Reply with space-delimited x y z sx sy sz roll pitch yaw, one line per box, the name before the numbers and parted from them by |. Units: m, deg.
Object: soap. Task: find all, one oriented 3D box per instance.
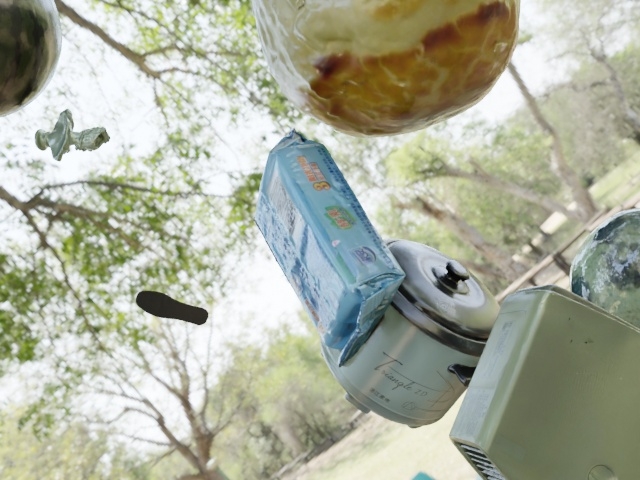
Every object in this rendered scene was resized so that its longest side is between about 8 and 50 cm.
soap | 0.000 0.000 0.955 0.077 0.293 0.156 -16 -28 -28

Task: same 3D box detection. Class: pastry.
pastry | 0.101 -0.308 1.044 0.389 0.312 0.388 -26 -12 -6

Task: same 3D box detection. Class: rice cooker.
rice cooker | 0.138 0.123 1.078 0.241 0.280 0.227 14 -58 -34

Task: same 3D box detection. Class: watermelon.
watermelon | -0.425 -0.253 0.917 0.212 0.212 0.212 -43 -9 -9

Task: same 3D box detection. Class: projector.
projector | 0.239 0.177 0.609 0.193 0.270 0.088 -63 11 -18

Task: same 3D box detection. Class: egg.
egg | 0.346 0.044 0.814 0.141 0.141 0.181 -41 -48 -21

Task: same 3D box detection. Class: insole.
insole | -0.266 0.122 1.337 0.002 0.135 0.045 -162 90 -72

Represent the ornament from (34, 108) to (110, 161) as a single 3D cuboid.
ornament | -0.332 -0.135 0.978 0.068 0.092 0.041 -62 -17 -4
